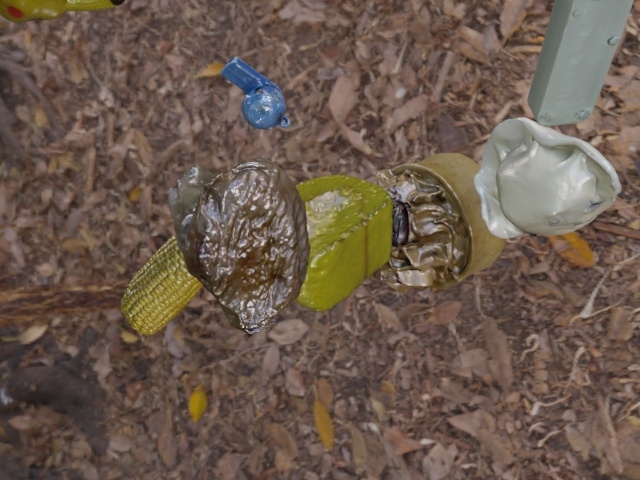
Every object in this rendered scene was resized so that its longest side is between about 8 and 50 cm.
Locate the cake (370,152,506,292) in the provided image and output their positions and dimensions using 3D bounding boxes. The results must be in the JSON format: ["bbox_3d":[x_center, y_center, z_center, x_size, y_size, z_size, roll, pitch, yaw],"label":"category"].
[{"bbox_3d":[0.221,-0.023,1.689,0.332,0.321,0.332,34,136,41],"label":"cake"}]

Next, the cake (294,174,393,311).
[{"bbox_3d":[0.000,0.000,1.251,0.179,0.260,0.156,23,132,35],"label":"cake"}]

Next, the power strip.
[{"bbox_3d":[0.369,-0.323,0.980,0.385,0.091,0.062,91,169,-48],"label":"power strip"}]

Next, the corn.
[{"bbox_3d":[-0.240,0.053,1.204,0.310,0.101,0.101,-46,60,29],"label":"corn"}]

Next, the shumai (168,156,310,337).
[{"bbox_3d":[-0.110,-0.013,1.027,0.218,0.184,0.185,65,173,-24],"label":"shumai"}]

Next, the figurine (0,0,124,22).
[{"bbox_3d":[-0.498,-0.444,1.115,0.218,0.327,0.169,45,104,30],"label":"figurine"}]

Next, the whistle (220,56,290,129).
[{"bbox_3d":[-0.119,-0.256,1.327,0.090,0.158,0.090,-42,29,30],"label":"whistle"}]

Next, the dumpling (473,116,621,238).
[{"bbox_3d":[0.423,-0.128,1.354,0.243,0.187,0.318,63,148,7],"label":"dumpling"}]
